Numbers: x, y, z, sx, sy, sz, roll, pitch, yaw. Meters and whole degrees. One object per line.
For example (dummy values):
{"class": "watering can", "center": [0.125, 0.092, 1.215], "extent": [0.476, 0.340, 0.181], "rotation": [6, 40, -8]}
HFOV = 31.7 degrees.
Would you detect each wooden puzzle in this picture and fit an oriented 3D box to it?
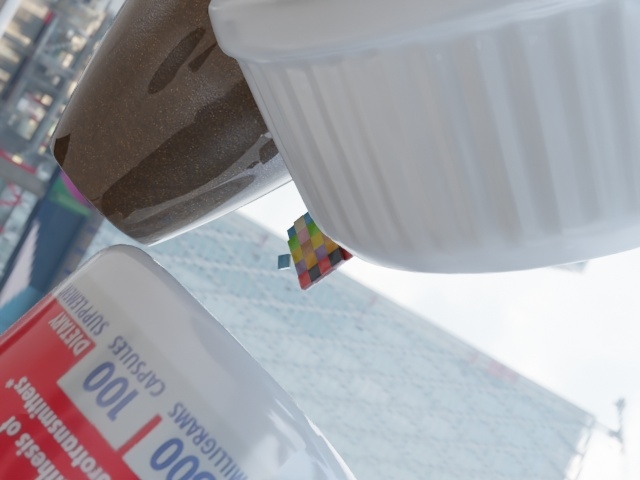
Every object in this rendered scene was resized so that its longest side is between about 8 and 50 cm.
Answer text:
{"class": "wooden puzzle", "center": [0.000, 0.000, 0.748], "extent": [0.083, 0.006, 0.049], "rotation": [-37, -125, 30]}

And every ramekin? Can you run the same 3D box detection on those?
{"class": "ramekin", "center": [0.096, -0.083, 0.503], "extent": [0.273, 0.127, 0.273], "rotation": [-13, -163, 4]}

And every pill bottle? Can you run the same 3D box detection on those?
{"class": "pill bottle", "center": [-0.187, 0.213, 0.621], "extent": [0.408, 0.229, 0.229], "rotation": [-43, -166, -11]}

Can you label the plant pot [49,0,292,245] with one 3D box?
{"class": "plant pot", "center": [-0.075, -0.110, 0.811], "extent": [0.230, 0.215, 0.215], "rotation": [-42, -161, 5]}
